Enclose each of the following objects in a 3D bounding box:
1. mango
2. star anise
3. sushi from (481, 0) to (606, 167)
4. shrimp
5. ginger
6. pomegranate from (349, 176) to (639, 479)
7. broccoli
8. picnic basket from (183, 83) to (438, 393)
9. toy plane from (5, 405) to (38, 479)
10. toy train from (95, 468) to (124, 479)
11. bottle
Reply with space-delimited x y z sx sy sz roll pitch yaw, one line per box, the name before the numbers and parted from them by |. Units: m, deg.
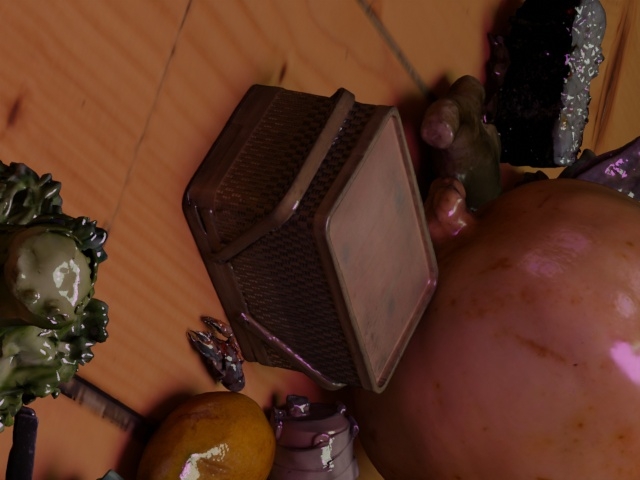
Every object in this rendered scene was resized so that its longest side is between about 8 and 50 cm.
mango | -0.101 0.184 1.576 0.165 0.089 0.115 10 100 -61
star anise | 0.304 -0.023 2.152 0.110 0.257 0.198 39 59 -27
sushi | 0.253 -0.192 2.115 0.147 0.115 0.212 18 83 -67
shrimp | -0.088 0.098 1.629 0.038 0.029 0.092 -64 146 -28
ginger | 0.160 -0.075 2.019 0.333 0.080 0.166 66 29 -49
pomegranate | 0.215 0.112 1.856 0.411 0.411 0.411 -35 130 -56
broccoli | -0.218 0.002 1.109 0.177 0.198 0.275 -44 175 -21
picnic basket | 0.000 0.000 1.642 0.165 0.139 0.267 -61 149 -33
toy plane | -0.247 0.319 1.320 0.155 0.106 0.382 -45 134 -67
toy train | -0.091 0.301 1.425 0.120 0.298 0.194 -48 -177 0
bottle | -0.006 0.221 1.774 0.099 0.099 0.152 -19 113 -61
